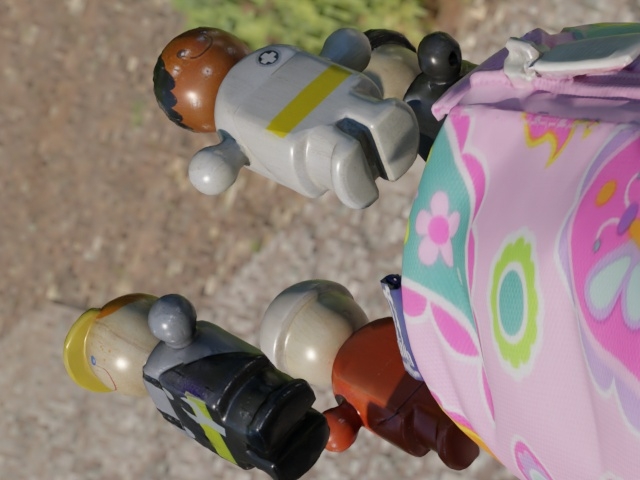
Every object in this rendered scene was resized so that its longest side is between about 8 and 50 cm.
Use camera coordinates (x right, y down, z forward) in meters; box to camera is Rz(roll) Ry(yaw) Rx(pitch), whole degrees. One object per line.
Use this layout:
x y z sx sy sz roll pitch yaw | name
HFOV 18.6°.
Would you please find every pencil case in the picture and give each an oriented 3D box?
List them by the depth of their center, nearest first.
0.102 0.012 0.379 0.284 0.124 0.124 -156 83 -74 | pencil case

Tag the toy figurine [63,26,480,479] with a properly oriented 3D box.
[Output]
0.000 0.000 0.921 0.148 0.209 0.213 27 109 39 | toy figurine
